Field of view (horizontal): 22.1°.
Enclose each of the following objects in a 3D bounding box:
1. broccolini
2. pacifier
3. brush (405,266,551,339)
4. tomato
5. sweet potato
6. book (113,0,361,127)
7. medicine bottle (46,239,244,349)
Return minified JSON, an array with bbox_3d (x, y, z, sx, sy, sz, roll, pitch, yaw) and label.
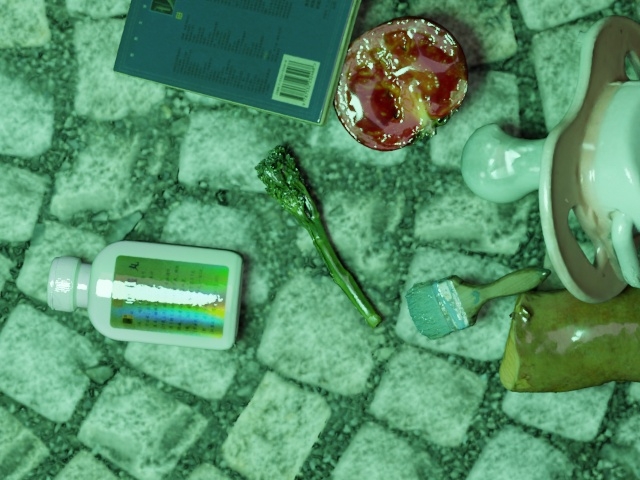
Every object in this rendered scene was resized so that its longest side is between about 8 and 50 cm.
[{"bbox_3d":[0.000,0.000,1.887,0.051,0.054,0.239,-31,94,-13],"label":"broccolini"},{"bbox_3d":[0.296,-0.089,1.792,0.273,0.220,0.332,21,62,5],"label":"pacifier"},{"bbox_3d":[0.179,0.060,1.842,0.196,0.021,0.070,-21,92,38],"label":"brush"},{"bbox_3d":[0.090,-0.179,1.856,0.159,0.091,0.139,-36,95,7],"label":"tomato"},{"bbox_3d":[0.370,0.103,1.846,0.336,0.131,0.131,-3,92,1],"label":"sweet potato"},{"bbox_3d":[-0.092,-0.250,1.846,0.269,0.025,0.191,16,91,20],"label":"book"},{"bbox_3d":[-0.199,0.059,1.873,0.219,0.078,0.115,6,94,1],"label":"medicine bottle"}]
